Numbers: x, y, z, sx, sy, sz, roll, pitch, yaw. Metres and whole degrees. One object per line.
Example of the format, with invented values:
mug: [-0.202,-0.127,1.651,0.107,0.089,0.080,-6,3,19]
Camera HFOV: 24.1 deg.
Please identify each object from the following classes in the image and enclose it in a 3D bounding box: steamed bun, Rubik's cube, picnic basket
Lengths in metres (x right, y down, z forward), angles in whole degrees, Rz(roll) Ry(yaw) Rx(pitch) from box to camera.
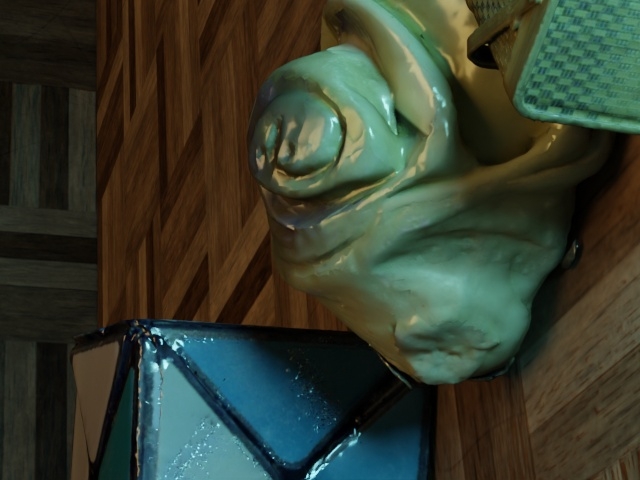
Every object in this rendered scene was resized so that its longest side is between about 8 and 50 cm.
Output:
steamed bun: [0.062,-0.080,1.203,0.346,0.237,0.394,162,112,-71]
Rubik's cube: [-0.083,0.234,1.466,0.310,0.307,0.305,167,109,-70]
picnic basket: [0.201,-0.198,0.907,0.139,0.165,0.266,-105,26,-51]
